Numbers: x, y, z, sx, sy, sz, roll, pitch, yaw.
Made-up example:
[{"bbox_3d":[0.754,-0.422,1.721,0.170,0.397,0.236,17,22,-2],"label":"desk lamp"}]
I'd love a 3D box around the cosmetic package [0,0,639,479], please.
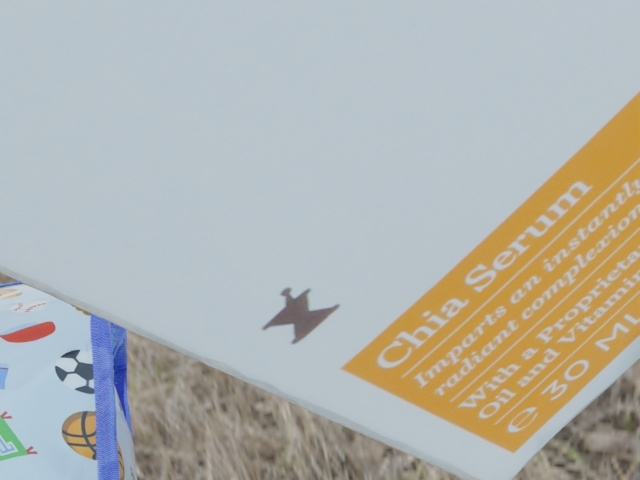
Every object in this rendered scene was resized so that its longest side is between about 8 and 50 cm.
[{"bbox_3d":[-0.011,-0.099,0.495,0.230,0.453,0.161,-45,53,12],"label":"cosmetic package"}]

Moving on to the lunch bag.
[{"bbox_3d":[-0.299,0.176,1.294,0.328,0.239,0.385,-6,39,-7],"label":"lunch bag"}]
